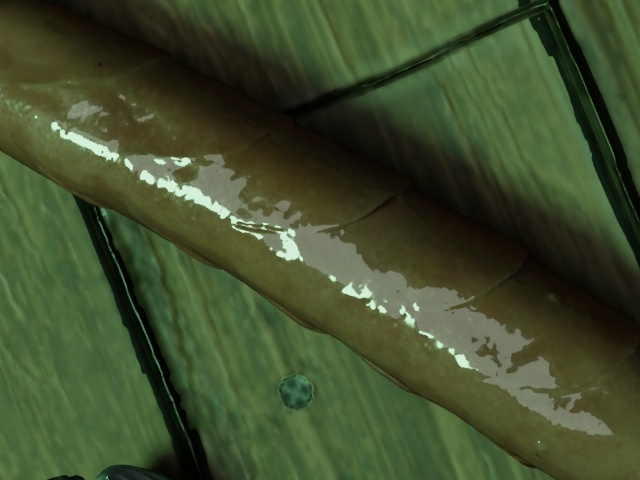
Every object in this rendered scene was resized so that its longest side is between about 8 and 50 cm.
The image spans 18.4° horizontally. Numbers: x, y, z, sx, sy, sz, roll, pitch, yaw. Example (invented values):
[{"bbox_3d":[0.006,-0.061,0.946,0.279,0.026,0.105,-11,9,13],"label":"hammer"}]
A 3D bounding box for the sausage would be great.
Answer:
[{"bbox_3d":[0.000,-0.001,0.901,0.433,0.088,0.088,30,105,11],"label":"sausage"}]

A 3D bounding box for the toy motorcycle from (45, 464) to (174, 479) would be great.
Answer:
[{"bbox_3d":[-0.079,0.198,0.945,0.080,0.122,0.215,-17,105,29],"label":"toy motorcycle"}]
